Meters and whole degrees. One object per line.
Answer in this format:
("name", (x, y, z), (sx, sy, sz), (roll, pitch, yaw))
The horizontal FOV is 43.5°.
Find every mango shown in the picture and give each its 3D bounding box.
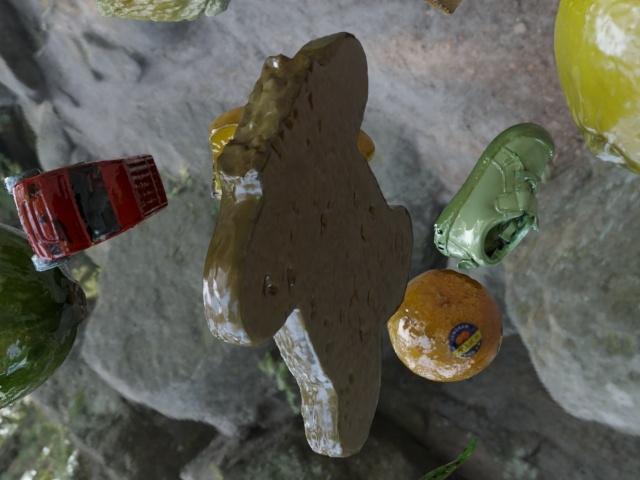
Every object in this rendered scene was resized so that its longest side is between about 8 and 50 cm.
("mango", (-0.042, -0.135, 1.278), (0.257, 0.138, 0.187), (4, 135, 5))

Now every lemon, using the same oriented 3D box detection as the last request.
("lemon", (0.355, -0.192, 0.735), (0.293, 0.293, 0.293), (29, 165, 8))

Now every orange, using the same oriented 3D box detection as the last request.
("orange", (0.190, 0.131, 1.228), (0.178, 0.177, 0.155), (26, 152, 18))

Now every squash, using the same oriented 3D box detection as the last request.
("squash", (-0.436, 0.109, 0.937), (0.309, 0.310, 0.310), (4, 157, 17))

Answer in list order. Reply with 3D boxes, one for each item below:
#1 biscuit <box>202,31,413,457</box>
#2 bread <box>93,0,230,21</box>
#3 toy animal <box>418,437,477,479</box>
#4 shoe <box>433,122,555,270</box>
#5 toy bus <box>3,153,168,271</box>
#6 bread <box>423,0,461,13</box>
("biscuit", (0.000, 0.000, 0.854), (0.076, 0.368, 0.394), (1, 146, 25))
("bread", (-0.153, -0.360, 0.940), (0.163, 0.262, 0.204), (41, 169, -6))
("toy animal", (0.182, 0.405, 1.281), (0.075, 0.217, 0.041), (64, 159, -11))
("shoe", (0.301, -0.063, 1.317), (0.128, 0.262, 0.140), (44, -175, 26))
("toy bus", (-0.204, -0.035, 0.724), (0.195, 0.089, 0.081), (-77, -29, -81))
("bread", (0.139, -0.322, 0.953), (0.077, 0.083, 0.070), (39, -163, 31))
